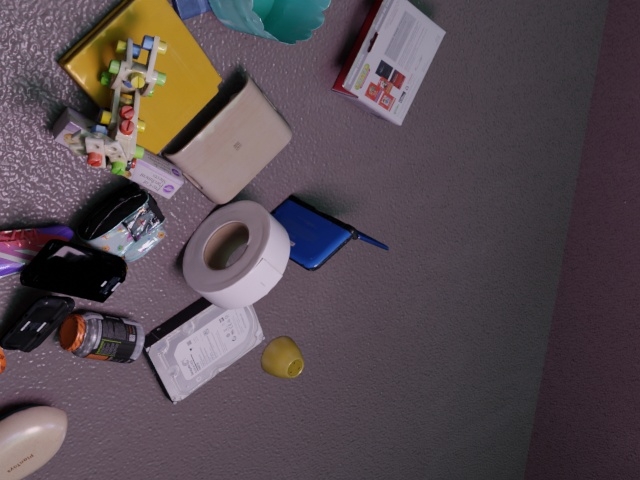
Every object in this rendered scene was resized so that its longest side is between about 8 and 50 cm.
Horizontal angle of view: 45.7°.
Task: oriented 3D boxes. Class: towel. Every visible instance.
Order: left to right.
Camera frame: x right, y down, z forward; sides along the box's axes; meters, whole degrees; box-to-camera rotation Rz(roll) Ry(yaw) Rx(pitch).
[{"bbox_3d":[-0.298,-0.573,1.815,0.119,0.029,0.067,-31,126,-28],"label":"towel"}]

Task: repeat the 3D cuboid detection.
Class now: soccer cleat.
[{"bbox_3d":[-0.707,0.022,1.697,0.318,0.109,0.116,-27,122,-27],"label":"soccer cleat"}]

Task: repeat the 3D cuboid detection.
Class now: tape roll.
[{"bbox_3d":[-0.222,0.037,2.002,0.286,0.286,0.100,-52,135,-9],"label":"tape roll"}]

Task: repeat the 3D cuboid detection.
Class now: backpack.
[{"bbox_3d":[-0.480,-0.030,1.827,0.188,0.166,0.144,-35,125,-19],"label":"backpack"}]

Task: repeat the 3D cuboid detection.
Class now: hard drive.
[{"bbox_3d":[-0.333,0.287,2.186,0.339,0.064,0.236,-33,129,-24],"label":"hard drive"}]

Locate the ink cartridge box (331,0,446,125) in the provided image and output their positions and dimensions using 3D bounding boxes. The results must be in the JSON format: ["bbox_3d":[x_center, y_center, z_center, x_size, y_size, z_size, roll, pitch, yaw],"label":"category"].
[{"bbox_3d":[0.178,-0.533,2.186,0.272,0.130,0.309,24,94,-44],"label":"ink cartridge box"}]

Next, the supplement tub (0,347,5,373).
[{"bbox_3d":[-0.842,0.324,1.586,0.338,0.207,0.207,-51,142,-48],"label":"supplement tub"}]

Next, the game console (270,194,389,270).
[{"bbox_3d":[0.000,0.000,2.175,0.250,0.293,0.173,-42,132,-18],"label":"game console"}]

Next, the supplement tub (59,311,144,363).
[{"bbox_3d":[-0.555,0.246,1.929,0.190,0.117,0.116,20,96,-45],"label":"supplement tub"}]

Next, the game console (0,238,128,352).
[{"bbox_3d":[-0.627,0.142,1.760,0.361,0.044,0.213,-43,142,20],"label":"game console"}]

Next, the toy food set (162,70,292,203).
[{"bbox_3d":[-0.238,-0.263,1.994,0.306,0.092,0.219,-46,135,-4],"label":"toy food set"}]

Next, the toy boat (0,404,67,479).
[{"bbox_3d":[-0.767,0.447,1.841,0.268,0.148,0.318,-30,135,-21],"label":"toy boat"}]

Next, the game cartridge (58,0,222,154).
[{"bbox_3d":[-0.410,-0.394,1.796,0.285,0.053,0.323,-48,137,-13],"label":"game cartridge"}]

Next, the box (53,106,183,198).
[{"bbox_3d":[-0.470,-0.201,1.787,0.067,0.063,0.324,-42,133,20],"label":"box"}]

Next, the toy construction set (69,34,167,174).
[{"bbox_3d":[-0.425,-0.270,1.631,0.151,0.215,0.327,26,57,-19],"label":"toy construction set"}]

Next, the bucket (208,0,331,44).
[{"bbox_3d":[-0.126,-0.616,1.817,0.281,0.183,0.281,-24,123,-42],"label":"bucket"}]

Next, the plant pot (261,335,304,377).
[{"bbox_3d":[-0.107,0.384,2.409,0.134,0.095,0.134,-19,121,-34],"label":"plant pot"}]
